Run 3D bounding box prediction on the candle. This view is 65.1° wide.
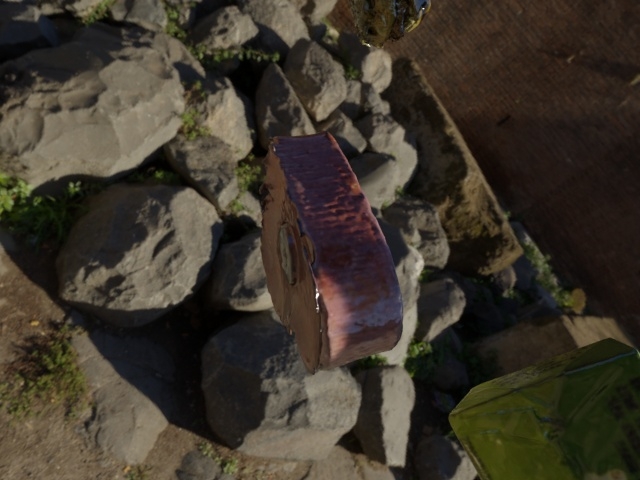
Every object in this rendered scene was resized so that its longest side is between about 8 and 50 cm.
[{"bbox_3d":[0.000,0.000,0.672,0.317,0.131,0.288,-156,-125,-70],"label":"candle"}]

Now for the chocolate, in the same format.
[{"bbox_3d":[0.400,0.330,0.778,0.301,0.288,0.137,62,22,2],"label":"chocolate"}]

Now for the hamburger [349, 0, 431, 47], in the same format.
[{"bbox_3d":[0.107,-0.422,0.794,0.183,0.129,0.206,-105,-174,-61],"label":"hamburger"}]
